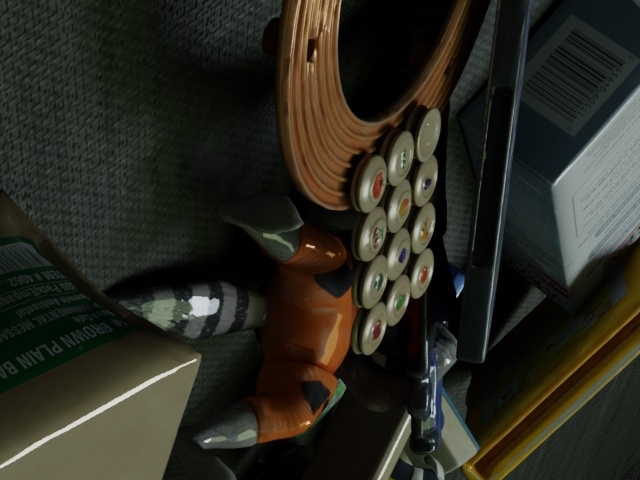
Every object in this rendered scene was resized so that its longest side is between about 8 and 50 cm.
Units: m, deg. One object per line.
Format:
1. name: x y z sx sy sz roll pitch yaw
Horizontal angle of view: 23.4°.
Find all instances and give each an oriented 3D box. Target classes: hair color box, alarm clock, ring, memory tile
1. hair color box: 0.252 -0.079 1.489 0.185 0.113 0.374 -48 158 -8
2. alarm clock: -0.038 0.272 1.520 0.129 0.064 0.192 -41 153 -27
3. ring: 0.050 -0.180 0.937 0.336 0.032 0.336 -53 155 -38
4. memory tile: 0.050 -0.007 1.018 0.113 0.012 0.148 -44 141 -48

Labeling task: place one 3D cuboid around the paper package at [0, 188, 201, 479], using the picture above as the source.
1. paper package: -0.253 0.173 0.794 0.325 0.168 0.309 -27 147 -46

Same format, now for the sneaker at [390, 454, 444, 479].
1. sneaker: 0.022 0.267 1.443 0.235 0.153 0.094 -23 145 22

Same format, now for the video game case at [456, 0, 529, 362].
1. video game case: 0.133 -0.069 1.156 0.196 0.026 0.274 -60 156 -72

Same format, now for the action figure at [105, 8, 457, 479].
1. action figure: 0.000 0.000 1.132 0.330 0.178 0.341 -15 109 -66

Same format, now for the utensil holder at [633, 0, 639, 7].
1. utensil holder: 0.416 -0.342 1.134 0.385 0.327 0.327 -51 159 -11

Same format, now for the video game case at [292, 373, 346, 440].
1. video game case: 0.037 0.070 1.411 0.212 0.023 0.193 -44 157 -20

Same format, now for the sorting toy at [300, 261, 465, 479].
1. sorting toy: 0.044 0.179 1.324 0.347 0.047 0.196 -63 -167 -12

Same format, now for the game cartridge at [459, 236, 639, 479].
1. game cartridge: 0.266 0.109 1.682 0.285 0.053 0.323 -45 -174 15

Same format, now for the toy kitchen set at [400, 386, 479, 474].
1. toy kitchen set: 0.084 0.184 1.584 0.207 0.122 0.166 -35 174 40
